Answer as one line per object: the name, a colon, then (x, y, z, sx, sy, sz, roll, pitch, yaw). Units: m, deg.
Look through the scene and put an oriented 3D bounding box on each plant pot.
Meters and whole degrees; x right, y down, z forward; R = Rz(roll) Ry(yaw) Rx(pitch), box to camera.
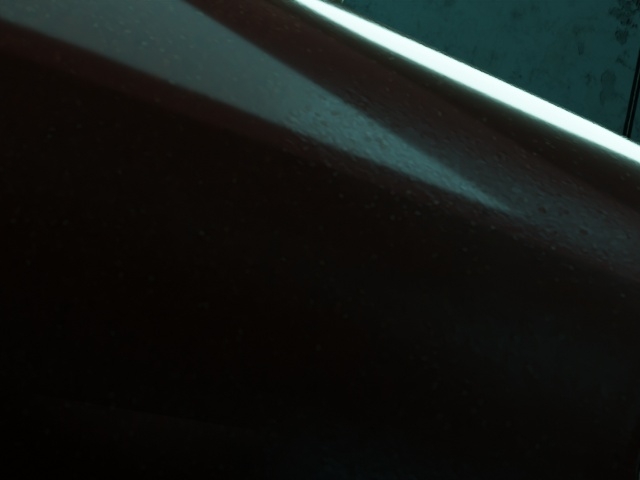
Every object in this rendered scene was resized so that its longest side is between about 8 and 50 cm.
plant pot: (-0.059, 0.032, 0.501, 0.265, 0.272, 0.272, 20, -3, -2)

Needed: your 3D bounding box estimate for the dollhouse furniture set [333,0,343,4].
dollhouse furniture set: (0.000, 0.000, 1.499, 0.394, 0.256, 0.362, 42, -14, -19)
